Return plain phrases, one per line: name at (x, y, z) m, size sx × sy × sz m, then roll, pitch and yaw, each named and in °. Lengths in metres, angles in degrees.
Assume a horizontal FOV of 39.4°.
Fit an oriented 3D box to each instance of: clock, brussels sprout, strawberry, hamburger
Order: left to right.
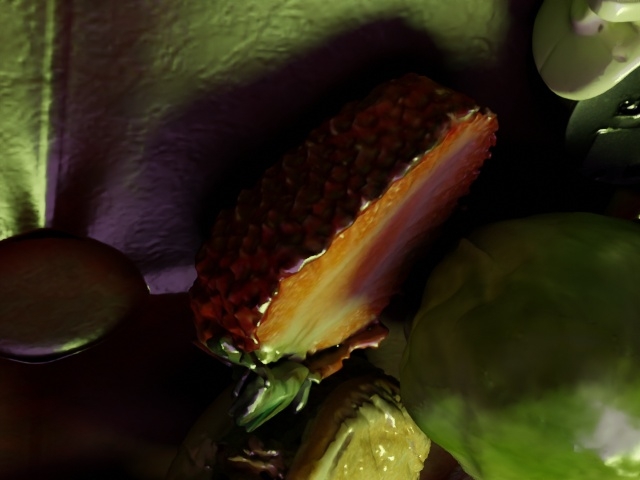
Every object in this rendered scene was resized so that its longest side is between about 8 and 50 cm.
hamburger at (-0.018, 0.219, 0.770) m, size 0.286 × 0.146 × 0.243 m, roll -22°, pitch 122°, yaw -45°
strawberry at (0.000, 0.000, 0.622) m, size 0.286 × 0.106 × 0.188 m, roll -55°, pitch 154°, yaw 19°
brussels sprout at (0.195, 0.106, 0.670) m, size 0.273 × 0.243 × 0.316 m, roll 14°, pitch 170°, yaw 5°
clock at (0.324, -0.148, 0.568) m, size 0.378 × 0.120 × 0.276 m, roll -10°, pitch 146°, yaw -11°
